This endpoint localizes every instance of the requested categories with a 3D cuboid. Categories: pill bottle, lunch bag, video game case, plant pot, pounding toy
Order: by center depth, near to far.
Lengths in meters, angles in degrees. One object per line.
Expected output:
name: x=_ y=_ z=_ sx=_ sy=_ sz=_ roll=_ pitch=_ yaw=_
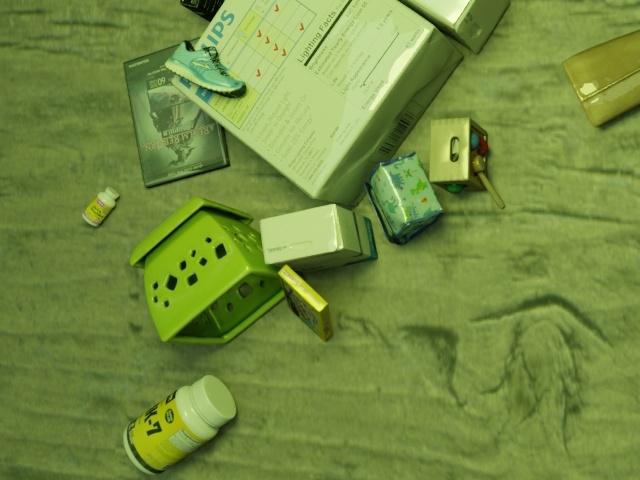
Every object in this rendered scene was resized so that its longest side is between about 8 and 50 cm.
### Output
pounding toy: x=0.262 y=-0.134 z=1.563 sx=0.100 sy=0.130 sz=0.141 roll=-1 pitch=83 yaw=27
lunch bag: x=0.142 y=-0.069 z=1.592 sx=0.096 sy=0.151 sz=0.128 roll=-19 pitch=78 yaw=-14
plant pot: x=-0.207 y=0.052 z=1.673 sx=0.227 sy=0.228 sz=0.207 roll=-40 pitch=68 yaw=14
pill bottle: x=-0.275 y=0.361 z=1.734 sx=0.208 sy=0.119 sz=0.119 roll=-36 pitch=76 yaw=15
video game case: x=-0.299 y=-0.264 z=1.822 sx=0.196 sy=0.026 sz=0.274 roll=-13 pitch=82 yaw=19
pill bottle: x=-0.463 y=-0.073 z=1.862 sx=0.043 sy=0.043 sz=0.083 roll=45 pitch=103 yaw=16

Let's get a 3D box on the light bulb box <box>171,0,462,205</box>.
light bulb box: x=-0.005 y=-0.311 z=1.608 sx=0.361 sy=0.225 sz=0.358 roll=40 pitch=102 yaw=18

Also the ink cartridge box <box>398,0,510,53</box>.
ink cartridge box: x=0.178 y=-0.468 z=1.557 sx=0.283 sy=0.207 sz=0.117 roll=37 pitch=102 yaw=17

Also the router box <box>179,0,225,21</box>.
router box: x=-0.206 y=-0.530 z=1.741 sx=0.046 sy=0.133 sz=0.178 roll=19 pitch=94 yaw=19

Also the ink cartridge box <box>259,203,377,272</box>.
ink cartridge box: x=0.000 y=0.000 z=1.601 sx=0.148 sy=0.203 sz=0.085 roll=-12 pitch=79 yaw=19

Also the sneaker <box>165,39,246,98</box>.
sneaker: x=-0.195 y=-0.301 z=1.528 sx=0.162 sy=0.063 sz=0.073 roll=29 pitch=98 yaw=19

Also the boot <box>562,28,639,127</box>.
boot: x=0.577 y=-0.259 z=1.471 sx=0.270 sy=0.089 sz=0.236 roll=-26 pitch=69 yaw=17

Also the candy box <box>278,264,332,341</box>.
candy box: x=-0.025 y=0.118 z=1.612 sx=0.105 sy=0.206 sz=0.027 roll=40 pitch=76 yaw=17
